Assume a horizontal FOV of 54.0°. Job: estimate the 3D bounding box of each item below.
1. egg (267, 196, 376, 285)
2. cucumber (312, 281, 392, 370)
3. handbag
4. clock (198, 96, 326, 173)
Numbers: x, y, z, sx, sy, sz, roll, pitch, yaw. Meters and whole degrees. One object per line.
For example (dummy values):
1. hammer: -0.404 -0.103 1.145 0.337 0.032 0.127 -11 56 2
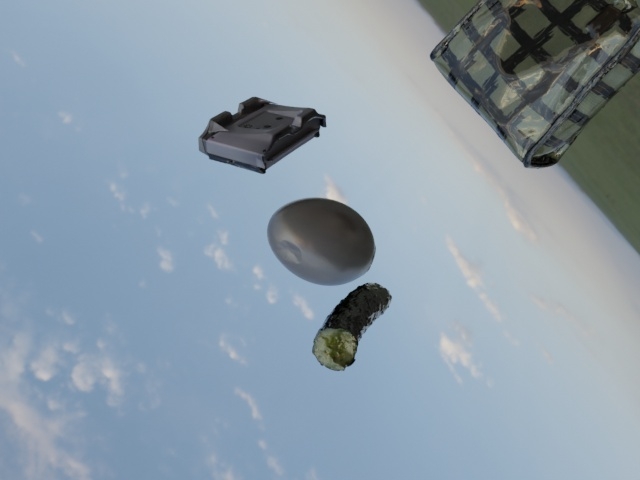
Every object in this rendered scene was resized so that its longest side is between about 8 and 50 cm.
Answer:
1. egg: 0.000 0.000 1.277 0.231 0.176 0.176 20 -147 -33
2. cucumber: 0.064 0.128 1.098 0.081 0.072 0.303 58 -156 -4
3. handbag: 0.419 -0.358 1.182 0.162 0.327 0.325 -9 -123 -45
4. clock: -0.124 -0.244 1.389 0.186 0.083 0.253 18 -142 27
